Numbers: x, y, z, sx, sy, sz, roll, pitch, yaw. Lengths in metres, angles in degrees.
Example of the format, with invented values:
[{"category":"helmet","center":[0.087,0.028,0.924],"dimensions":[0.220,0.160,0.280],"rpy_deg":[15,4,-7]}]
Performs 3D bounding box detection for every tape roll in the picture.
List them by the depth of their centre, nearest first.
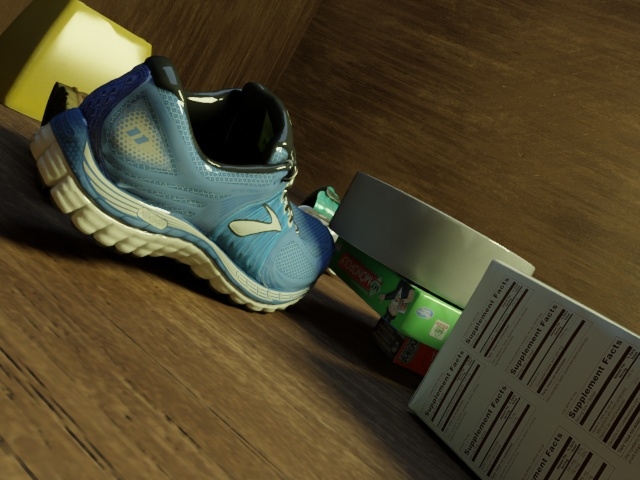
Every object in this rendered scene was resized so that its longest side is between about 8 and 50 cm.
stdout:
[{"category":"tape roll","center":[0.119,0.007,0.672],"dimensions":[0.219,0.072,0.219],"rpy_deg":[29,4,-2]}]

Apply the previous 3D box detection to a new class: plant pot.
[{"category":"plant pot","center":[-0.404,-0.287,1.008],"dimensions":[0.212,0.187,0.212],"rpy_deg":[24,8,-46]}]

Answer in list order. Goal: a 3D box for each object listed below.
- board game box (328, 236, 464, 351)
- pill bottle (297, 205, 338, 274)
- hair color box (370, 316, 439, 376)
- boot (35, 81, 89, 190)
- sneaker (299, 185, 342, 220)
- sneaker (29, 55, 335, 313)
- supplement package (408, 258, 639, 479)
[{"category":"board game box","center":[0.175,0.102,0.707],"dimensions":[0.317,0.046,0.213],"rpy_deg":[27,6,-23]},{"category":"pill bottle","center":[0.000,0.000,1.023],"dimensions":[0.078,0.078,0.137],"rpy_deg":[24,8,-44]},{"category":"hair color box","center":[0.134,0.132,0.699],"dimensions":[0.141,0.043,0.072],"rpy_deg":[26,6,-23]},{"category":"boot","center":[-0.157,-0.089,0.670],"dimensions":[0.269,0.089,0.236],"rpy_deg":[16,21,-29]},{"category":"sneaker","center":[0.051,-0.021,1.215],"dimensions":[0.295,0.124,0.178],"rpy_deg":[24,-5,46]},{"category":"sneaker","center":[-0.061,-0.038,0.514],"dimensions":[0.130,0.147,0.330],"rpy_deg":[58,14,28]},{"category":"supplement package","center":[0.220,0.144,0.474],"dimensions":[0.194,0.149,0.203],"rpy_deg":[26,7,-33]}]
